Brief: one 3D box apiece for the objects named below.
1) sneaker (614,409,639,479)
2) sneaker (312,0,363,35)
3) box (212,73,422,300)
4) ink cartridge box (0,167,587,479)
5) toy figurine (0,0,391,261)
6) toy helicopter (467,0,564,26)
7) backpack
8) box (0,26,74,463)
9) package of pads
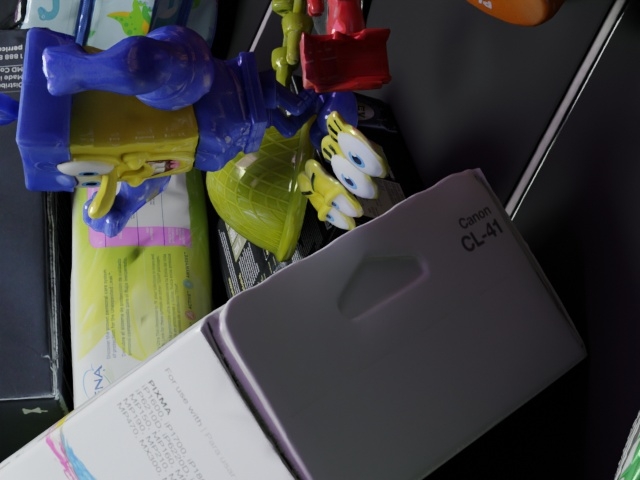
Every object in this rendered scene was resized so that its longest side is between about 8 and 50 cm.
[{"bbox_3d":[0.132,0.180,0.795,0.146,0.134,0.343,41,114,65],"label":"sneaker"},{"bbox_3d":[0.022,-0.236,1.397,0.089,0.051,0.170,-139,61,-64],"label":"sneaker"},{"bbox_3d":[0.000,0.000,1.267,0.147,0.078,0.180,-63,26,28],"label":"box"},{"bbox_3d":[-0.037,0.106,1.048,0.306,0.226,0.131,-33,88,48],"label":"ink cartridge box"},{"bbox_3d":[-0.096,-0.091,1.031,0.362,0.217,0.191,128,137,-78],"label":"toy figurine"},{"bbox_3d":[0.014,-0.265,1.061,0.140,0.355,0.235,-54,16,-14],"label":"toy helicopter"},{"bbox_3d":[-0.231,-0.205,1.738,0.355,0.273,0.290,104,174,-68],"label":"backpack"},{"bbox_3d":[-0.277,0.033,1.462,0.296,0.183,0.294,92,173,-68],"label":"box"},{"bbox_3d":[-0.129,0.081,1.393,0.229,0.101,0.296,92,173,-50],"label":"package of pads"}]
